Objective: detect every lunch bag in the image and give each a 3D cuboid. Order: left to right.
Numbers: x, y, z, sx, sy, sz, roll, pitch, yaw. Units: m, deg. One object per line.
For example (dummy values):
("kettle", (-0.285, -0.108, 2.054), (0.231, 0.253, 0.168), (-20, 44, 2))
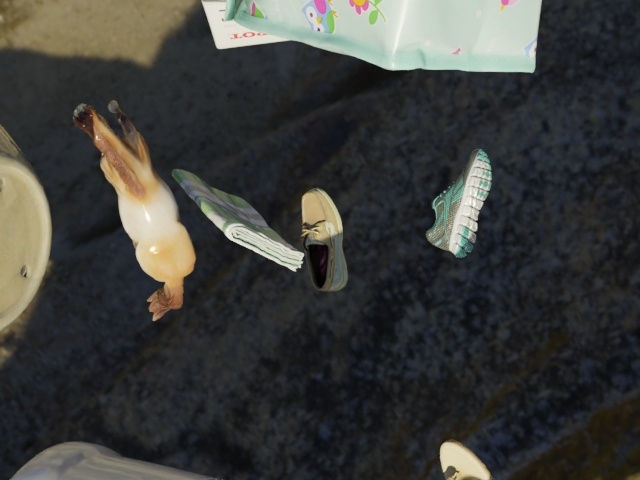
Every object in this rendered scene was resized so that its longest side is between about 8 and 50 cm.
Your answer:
("lunch bag", (0.025, -0.241, 0.806), (0.160, 0.224, 0.262), (-6, 21, -38))

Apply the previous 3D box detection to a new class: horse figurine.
("horse figurine", (-0.180, -0.033, 1.208), (0.066, 0.263, 0.174), (-22, 20, -9))

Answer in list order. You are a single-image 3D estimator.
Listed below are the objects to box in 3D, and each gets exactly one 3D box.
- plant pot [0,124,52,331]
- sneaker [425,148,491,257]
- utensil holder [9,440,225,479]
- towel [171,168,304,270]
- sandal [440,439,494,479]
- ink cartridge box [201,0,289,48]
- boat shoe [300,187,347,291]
("plant pot", (-0.325, -0.009, 0.927), (0.190, 0.284, 0.284), (8, 53, 26))
("sneaker", (0.203, -0.061, 1.783), (0.076, 0.065, 0.167), (14, 81, 32))
("utensil holder", (-0.093, 0.380, 1.096), (0.385, 0.328, 0.328), (7, 52, 19))
("towel", (-0.091, -0.028, 1.302), (0.023, 0.113, 0.152), (-54, 42, 8))
("sandal", (0.191, 0.379, 1.526), (0.079, 0.240, 0.088), (-32, 18, -36))
("ink cartridge box", (-0.031, -0.277, 1.064), (0.171, 0.237, 0.100), (-7, 70, 3))
("boat shoe", (0.000, 0.000, 1.520), (0.050, 0.135, 0.045), (-18, -4, 36))
